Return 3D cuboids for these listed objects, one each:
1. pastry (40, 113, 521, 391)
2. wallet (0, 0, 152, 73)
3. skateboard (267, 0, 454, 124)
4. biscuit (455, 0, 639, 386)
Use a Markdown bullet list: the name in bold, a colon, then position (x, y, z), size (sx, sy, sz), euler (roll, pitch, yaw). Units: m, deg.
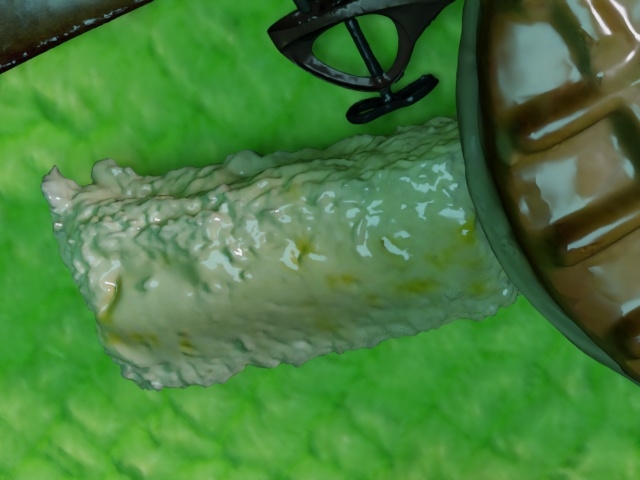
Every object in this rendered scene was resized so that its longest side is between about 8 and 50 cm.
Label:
- **pastry**: position (0.000, 0.005, 0.913), size (0.258, 0.089, 0.121), euler (-8, 132, 19)
- **wallet**: position (-0.147, -0.159, 0.935), size (0.255, 0.031, 0.137), euler (-23, 98, 17)
- **skateboard**: position (0.049, -0.109, 0.894), size (0.151, 0.067, 0.080), euler (-20, 109, 23)
- **biscuit**: position (0.216, -0.072, 0.802), size (0.332, 0.103, 0.332), euler (-1, 102, -3)
